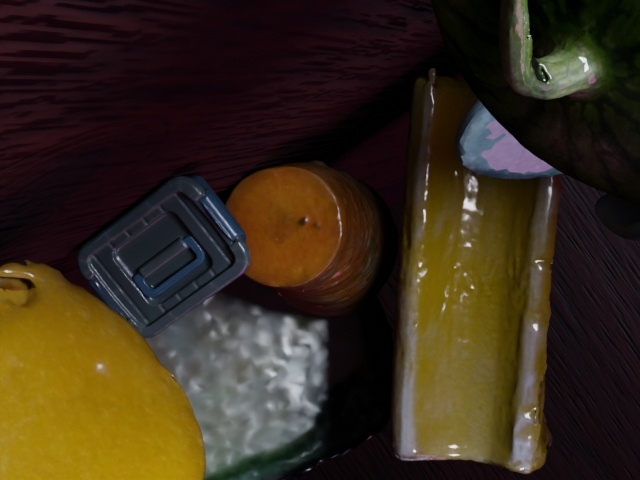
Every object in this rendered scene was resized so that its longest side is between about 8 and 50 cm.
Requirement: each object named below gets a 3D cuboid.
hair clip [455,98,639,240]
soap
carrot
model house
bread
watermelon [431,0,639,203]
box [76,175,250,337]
[{"bbox_3d":[0.286,-0.113,0.839,0.318,0.392,0.238,-41,-163,25],"label":"hair clip"},{"bbox_3d":[0.151,0.019,1.139,0.156,0.335,0.293,3,-175,6],"label":"soap"},{"bbox_3d":[0.000,0.000,1.092,0.139,0.138,0.302,-35,175,4],"label":"carrot"},{"bbox_3d":[-0.084,0.132,1.363,0.298,0.243,0.284,-23,180,-8],"label":"model house"},{"bbox_3d":[-0.178,0.122,0.567,0.142,0.195,0.270,-45,168,33],"label":"bread"},{"bbox_3d":[0.123,-0.094,0.397,0.214,0.188,0.188,-48,-176,-30],"label":"watermelon"},{"bbox_3d":[-0.096,0.006,0.795,0.099,0.074,0.054,-35,-173,14],"label":"box"}]
